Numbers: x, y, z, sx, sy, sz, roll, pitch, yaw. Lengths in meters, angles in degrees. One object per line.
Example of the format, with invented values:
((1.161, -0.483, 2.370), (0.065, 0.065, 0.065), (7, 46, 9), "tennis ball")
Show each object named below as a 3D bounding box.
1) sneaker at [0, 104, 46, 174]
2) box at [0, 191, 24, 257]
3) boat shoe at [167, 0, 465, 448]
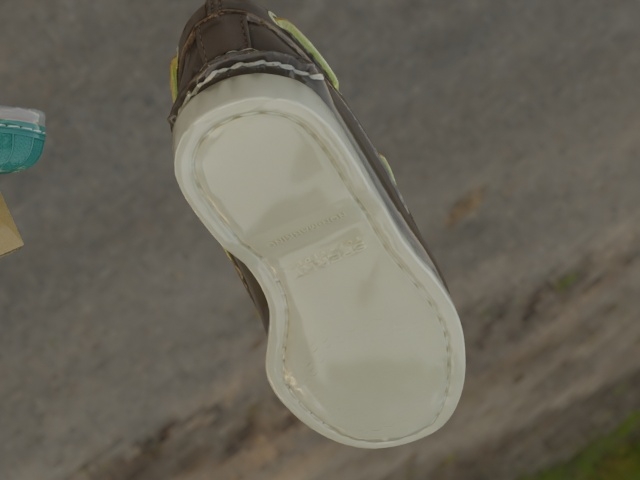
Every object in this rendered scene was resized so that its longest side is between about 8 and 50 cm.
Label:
((-0.338, -0.023, 1.375), (0.302, 0.121, 0.108), (-11, -179, -5), "sneaker")
((-0.341, -0.055, 1.485), (0.164, 0.201, 0.021), (-24, 176, -22), "box")
((0.000, 0.000, 1.080), (0.116, 0.097, 0.324), (-19, 138, 9), "boat shoe")
